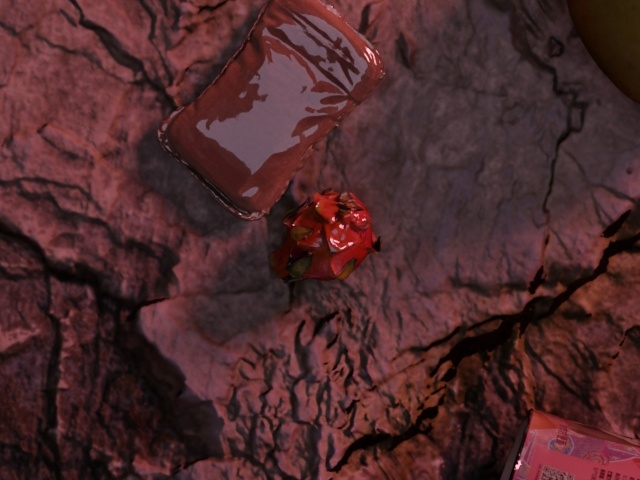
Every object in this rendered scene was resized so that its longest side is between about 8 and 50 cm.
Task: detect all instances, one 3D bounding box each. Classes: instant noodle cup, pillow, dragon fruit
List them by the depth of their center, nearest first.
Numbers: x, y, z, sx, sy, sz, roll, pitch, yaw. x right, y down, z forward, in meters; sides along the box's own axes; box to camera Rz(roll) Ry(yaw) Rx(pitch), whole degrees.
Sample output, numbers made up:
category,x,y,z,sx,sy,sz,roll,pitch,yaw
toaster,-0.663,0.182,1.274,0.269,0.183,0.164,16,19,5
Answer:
category,x,y,z,sx,sy,sz,roll,pitch,yaw
instant noodle cup,0.265,0.282,1.251,0.231,0.243,0.243,19,98,9
dragon fruit,-0.001,0.002,1.307,0.116,0.086,0.081,-39,131,15
pillow,-0.045,-0.130,1.317,0.135,0.034,0.211,43,97,2

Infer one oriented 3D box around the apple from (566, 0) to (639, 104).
category,x,y,z,sx,sy,sz,roll,pitch,yaw
apple,0.334,-0.236,1.193,0.260,0.194,0.261,0,90,4
